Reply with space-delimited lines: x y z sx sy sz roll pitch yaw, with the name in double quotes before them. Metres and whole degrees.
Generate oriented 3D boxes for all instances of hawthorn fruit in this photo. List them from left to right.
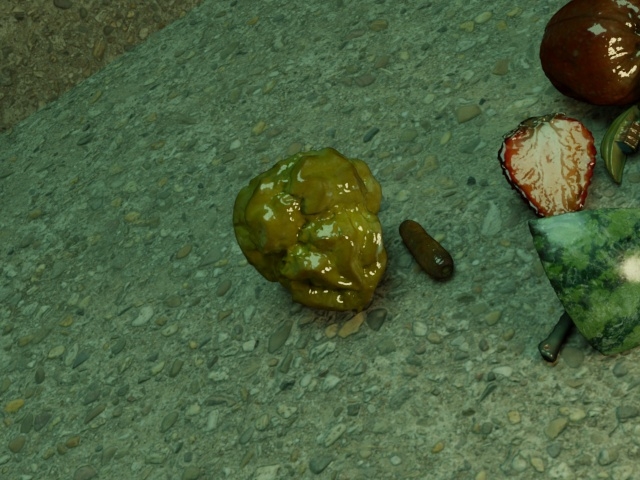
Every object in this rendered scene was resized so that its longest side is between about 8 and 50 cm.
"hawthorn fruit" 0.579 -0.389 2.012 0.262 0.258 0.258 -10 44 39

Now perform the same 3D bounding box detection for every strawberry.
"strawberry" 0.451 -0.127 1.943 0.190 0.111 0.236 -9 67 9

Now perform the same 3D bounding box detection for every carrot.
"carrot" 0.206 0.015 1.973 0.060 0.060 0.186 -34 38 -3

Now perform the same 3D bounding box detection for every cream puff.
"cream puff" 0.000 -0.001 1.915 0.291 0.324 0.257 -12 57 -21

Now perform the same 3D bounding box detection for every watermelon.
"watermelon" 0.504 0.051 1.652 0.260 0.256 0.176 -13 13 15

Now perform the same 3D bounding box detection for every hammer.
"hammer" 0.465 0.097 1.750 0.111 0.033 0.287 17 60 42

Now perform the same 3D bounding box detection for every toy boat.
"toy boat" 0.593 -0.189 1.933 0.066 0.065 0.172 3 58 47
